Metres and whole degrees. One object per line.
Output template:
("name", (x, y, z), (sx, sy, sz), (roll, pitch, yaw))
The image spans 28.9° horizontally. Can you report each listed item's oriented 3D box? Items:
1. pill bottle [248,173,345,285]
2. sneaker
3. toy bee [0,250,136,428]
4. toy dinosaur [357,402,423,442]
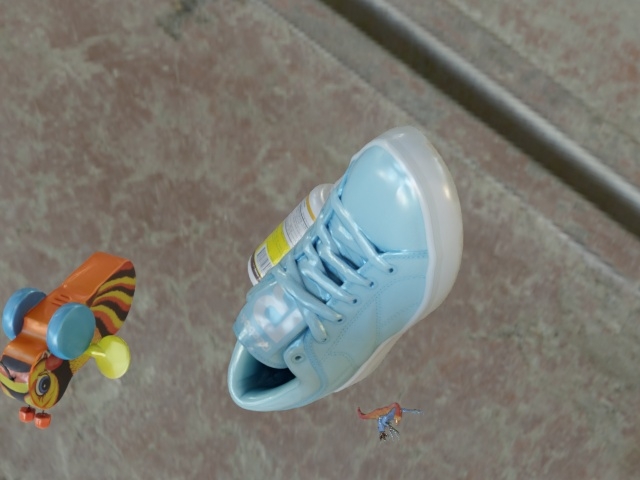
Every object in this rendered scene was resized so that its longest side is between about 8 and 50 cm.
("pill bottle", (0.000, 0.000, 1.782), (0.117, 0.215, 0.117), (32, 32, -22))
("sneaker", (0.007, 0.053, 1.091), (0.150, 0.366, 0.135), (-27, 64, -33))
("toy bee", (-0.346, 0.139, 1.546), (0.298, 0.162, 0.195), (-21, 35, -31))
("toy dinosaur", (0.083, 0.228, 1.593), (0.090, 0.082, 0.047), (17, 56, 13))
